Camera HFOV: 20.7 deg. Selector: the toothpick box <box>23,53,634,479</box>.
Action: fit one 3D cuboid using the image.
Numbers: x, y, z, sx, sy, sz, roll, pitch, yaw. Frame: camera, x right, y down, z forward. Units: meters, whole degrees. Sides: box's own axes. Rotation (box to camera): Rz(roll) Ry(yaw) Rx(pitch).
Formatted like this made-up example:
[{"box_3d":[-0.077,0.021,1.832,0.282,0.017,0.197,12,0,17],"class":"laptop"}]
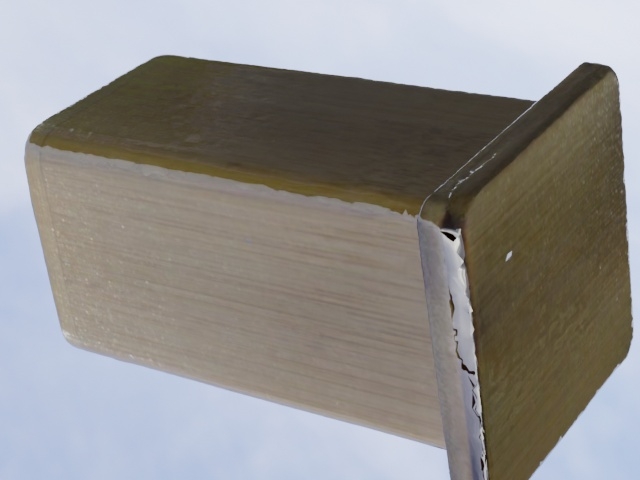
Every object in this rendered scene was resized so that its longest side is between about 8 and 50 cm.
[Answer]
[{"box_3d":[0.000,0.000,0.997,0.308,0.187,0.190,11,-146,33],"class":"toothpick box"}]
